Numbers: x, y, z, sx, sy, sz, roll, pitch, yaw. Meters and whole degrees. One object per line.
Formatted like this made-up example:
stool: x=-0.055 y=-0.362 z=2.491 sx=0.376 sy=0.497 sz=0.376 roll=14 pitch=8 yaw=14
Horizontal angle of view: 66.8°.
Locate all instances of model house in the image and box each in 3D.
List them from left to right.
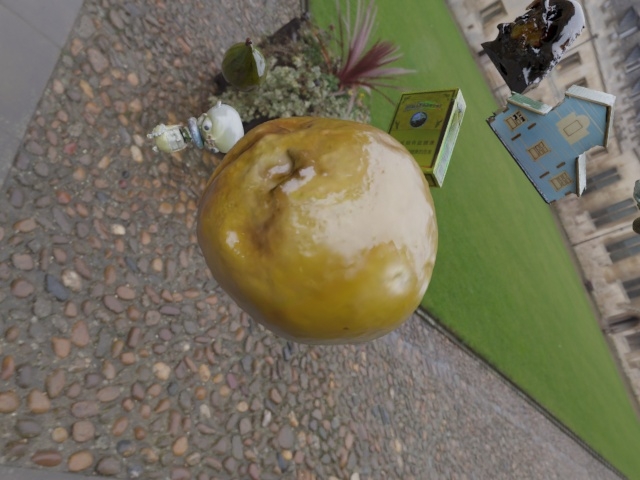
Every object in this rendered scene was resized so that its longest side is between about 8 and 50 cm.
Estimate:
model house: x=0.522 y=-0.237 z=1.034 sx=0.178 sy=0.206 sz=0.271 roll=-30 pitch=84 yaw=-48

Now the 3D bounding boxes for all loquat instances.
loquat: x=0.000 y=0.000 z=0.575 sx=0.284 sy=0.275 sz=0.276 roll=79 pitch=9 yaw=-49

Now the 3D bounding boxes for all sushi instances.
sushi: x=0.654 y=-0.599 z=1.439 sx=0.215 sy=0.227 sz=0.212 roll=60 pitch=-5 yaw=6

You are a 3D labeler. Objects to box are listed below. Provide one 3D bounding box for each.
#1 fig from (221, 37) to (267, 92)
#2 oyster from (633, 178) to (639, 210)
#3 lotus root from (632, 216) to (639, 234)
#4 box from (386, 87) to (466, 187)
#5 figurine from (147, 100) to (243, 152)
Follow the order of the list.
fig: x=-0.197 y=-0.504 z=1.356 sx=0.133 sy=0.185 sz=0.126 roll=47 pitch=47 yaw=-4
oyster: x=0.861 y=-0.026 z=1.152 sx=0.268 sy=0.112 sz=0.198 roll=54 pitch=-6 yaw=42
lotus root: x=0.911 y=-0.042 z=1.369 sx=0.049 sy=0.054 sz=0.099 roll=22 pitch=17 yaw=7
box: x=0.214 y=-0.221 z=1.043 sx=0.064 sy=0.141 sz=0.220 roll=48 pitch=58 yaw=-48
figurine: x=-0.530 y=-0.465 z=2.067 sx=0.275 sy=0.394 sz=0.227 roll=-112 pitch=-172 yaw=-53
